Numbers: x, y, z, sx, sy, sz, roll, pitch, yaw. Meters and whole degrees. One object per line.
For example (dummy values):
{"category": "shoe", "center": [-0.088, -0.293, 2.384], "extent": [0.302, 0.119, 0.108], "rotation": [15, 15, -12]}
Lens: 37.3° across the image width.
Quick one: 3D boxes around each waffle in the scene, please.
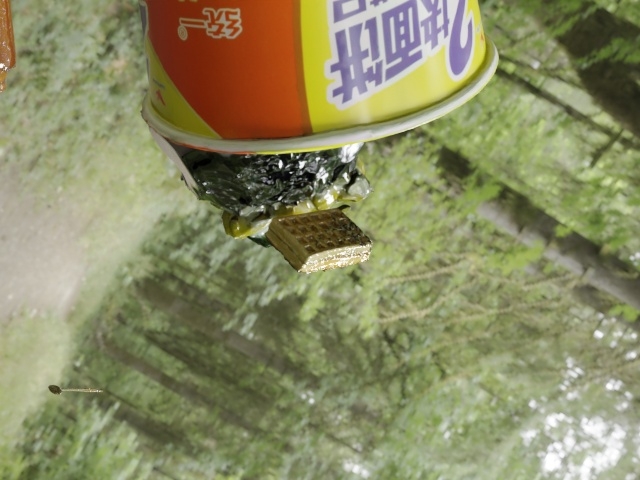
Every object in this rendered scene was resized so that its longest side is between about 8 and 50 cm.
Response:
{"category": "waffle", "center": [0.000, -0.001, 1.421], "extent": [0.148, 0.102, 0.042], "rotation": [-10, 133, -43]}

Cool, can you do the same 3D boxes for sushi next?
{"category": "sushi", "center": [-0.097, -0.139, 1.609], "extent": [0.328, 0.328, 0.285], "rotation": [-27, 132, -24]}

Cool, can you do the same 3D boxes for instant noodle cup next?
{"category": "instant noodle cup", "center": [-0.014, -0.168, 0.513], "extent": [0.213, 0.213, 0.174], "rotation": [-69, 153, -57]}

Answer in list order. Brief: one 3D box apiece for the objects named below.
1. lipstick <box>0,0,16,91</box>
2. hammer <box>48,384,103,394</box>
{"category": "lipstick", "center": [-0.394, -0.375, 1.075], "extent": [0.077, 0.077, 0.419], "rotation": [-75, 168, -68]}
{"category": "hammer", "center": [-0.409, 0.252, 1.597], "extent": [0.123, 0.029, 0.014], "rotation": [17, 95, -62]}
